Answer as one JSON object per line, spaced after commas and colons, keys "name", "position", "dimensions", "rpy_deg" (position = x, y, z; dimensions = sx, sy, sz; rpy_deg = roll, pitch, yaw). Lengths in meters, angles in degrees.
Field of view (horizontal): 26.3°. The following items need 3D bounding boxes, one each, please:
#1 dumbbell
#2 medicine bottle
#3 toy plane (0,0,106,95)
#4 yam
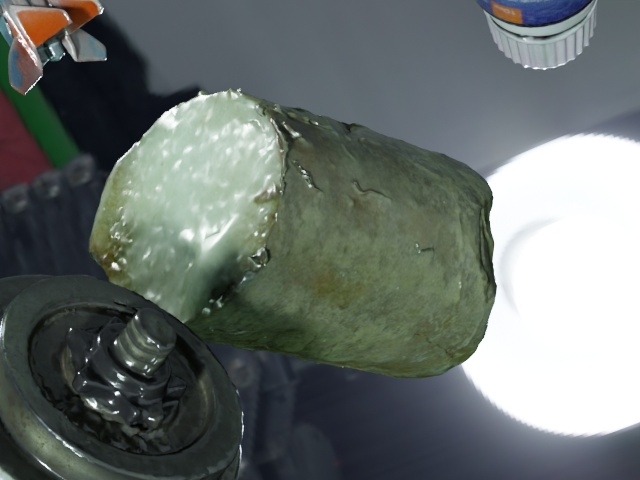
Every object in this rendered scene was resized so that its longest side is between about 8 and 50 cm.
{"name": "dumbbell", "position": [-0.166, 0.140, 0.788], "dimensions": [0.192, 0.290, 0.192], "rpy_deg": [27, -147, -19]}
{"name": "medicine bottle", "position": [0.117, -0.161, 0.750], "dimensions": [0.203, 0.083, 0.083], "rpy_deg": [49, -160, -72]}
{"name": "toy plane", "position": [-0.337, -0.296, 1.328], "dimensions": [0.326, 0.104, 0.223], "rpy_deg": [52, -144, 0]}
{"name": "yam", "position": [0.000, 0.000, 1.029], "dimensions": [0.300, 0.195, 0.195], "rpy_deg": [14, -130, -45]}
